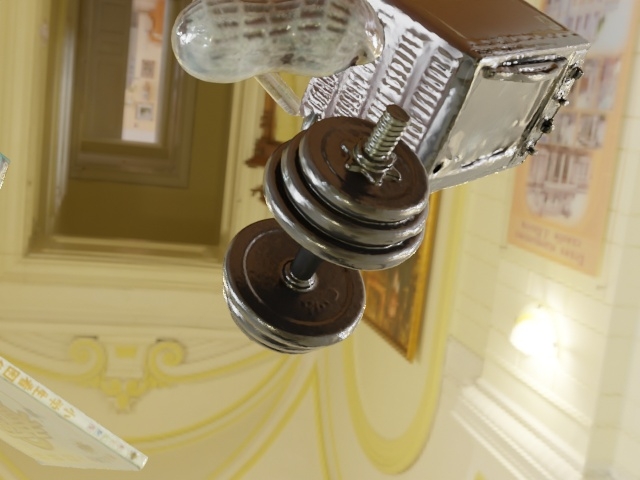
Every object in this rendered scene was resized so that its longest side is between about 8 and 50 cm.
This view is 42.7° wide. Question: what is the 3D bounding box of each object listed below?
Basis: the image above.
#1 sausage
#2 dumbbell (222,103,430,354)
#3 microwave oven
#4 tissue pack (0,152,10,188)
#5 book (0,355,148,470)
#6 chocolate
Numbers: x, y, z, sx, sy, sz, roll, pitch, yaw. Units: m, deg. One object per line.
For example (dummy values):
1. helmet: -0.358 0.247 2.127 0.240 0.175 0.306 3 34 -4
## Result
1. sausage: -0.114 -0.294 1.312 0.269 0.033 0.033 46 172 -24
2. dumbbell: 0.000 0.000 0.486 0.099 0.208 0.099 16 -134 -17
3. microwave oven: 0.134 -0.162 0.855 0.188 0.178 0.247 44 -141 23
4. tissue pack: -0.397 -0.055 0.870 0.079 0.111 0.085 12 166 9
5. book: -0.305 0.110 0.687 0.295 0.020 0.208 43 145 -24
6. chocolate: -0.031 -0.159 0.634 0.167 0.072 0.072 -8 -168 -11
